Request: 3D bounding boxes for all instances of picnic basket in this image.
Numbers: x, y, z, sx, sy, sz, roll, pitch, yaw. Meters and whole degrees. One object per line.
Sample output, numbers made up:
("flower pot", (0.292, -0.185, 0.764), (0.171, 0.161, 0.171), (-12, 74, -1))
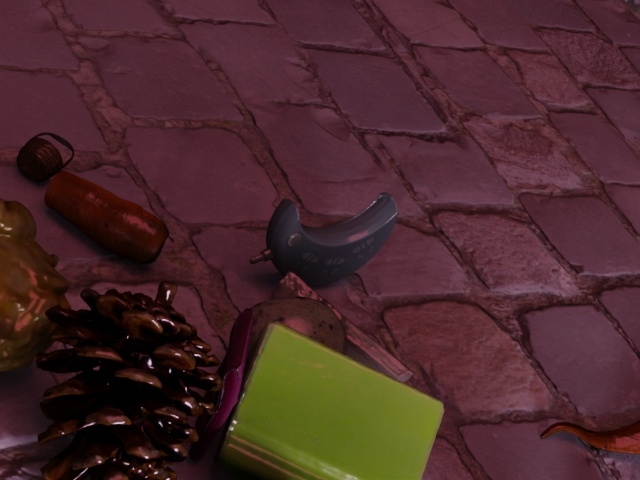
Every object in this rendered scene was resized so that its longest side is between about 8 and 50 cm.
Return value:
("picnic basket", (-0.422, -0.134, 2.109), (0.072, 0.072, 0.083), (34, 47, 6))

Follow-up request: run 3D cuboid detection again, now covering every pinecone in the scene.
("pinecone", (-0.245, 0.193, 1.671), (0.244, 0.244, 0.309), (21, 66, -12))

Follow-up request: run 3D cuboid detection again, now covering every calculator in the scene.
("calculator", (-0.127, 0.192, 1.797), (0.034, 0.190, 0.127), (19, 36, -9))

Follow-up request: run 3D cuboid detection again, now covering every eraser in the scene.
("eraser", (0.008, 0.257, 1.827), (0.274, 0.092, 0.210), (25, 68, -11))

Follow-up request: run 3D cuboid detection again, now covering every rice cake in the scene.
("rice cake", (0.031, 0.144, 2.094), (0.256, 0.057, 0.052), (39, 34, 13))

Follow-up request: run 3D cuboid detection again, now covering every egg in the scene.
("egg", (-0.048, 0.148, 1.958), (0.181, 0.141, 0.141), (7, 40, -32))

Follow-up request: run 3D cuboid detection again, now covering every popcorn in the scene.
("popcorn", (-0.448, 0.064, 1.745), (0.256, 0.195, 0.255), (29, 44, 0))

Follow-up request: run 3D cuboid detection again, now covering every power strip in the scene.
("power strip", (0.000, 0.000, 2.161), (0.253, 0.168, 0.054), (-7, 42, -37))

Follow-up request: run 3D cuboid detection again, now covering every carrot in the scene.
("carrot", (-0.322, -0.034, 2.047), (0.193, 0.087, 0.087), (28, 34, 1))

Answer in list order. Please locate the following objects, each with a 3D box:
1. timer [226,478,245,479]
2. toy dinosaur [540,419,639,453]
("timer", (-0.063, 0.336, 1.723), (0.140, 0.128, 0.047), (18, 75, -4))
("toy dinosaur", (0.576, 0.325, 2.230), (0.432, 0.097, 0.208), (-2, 31, -42))
